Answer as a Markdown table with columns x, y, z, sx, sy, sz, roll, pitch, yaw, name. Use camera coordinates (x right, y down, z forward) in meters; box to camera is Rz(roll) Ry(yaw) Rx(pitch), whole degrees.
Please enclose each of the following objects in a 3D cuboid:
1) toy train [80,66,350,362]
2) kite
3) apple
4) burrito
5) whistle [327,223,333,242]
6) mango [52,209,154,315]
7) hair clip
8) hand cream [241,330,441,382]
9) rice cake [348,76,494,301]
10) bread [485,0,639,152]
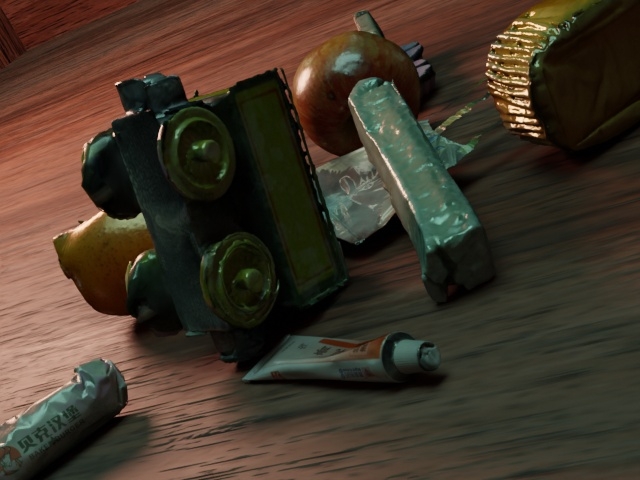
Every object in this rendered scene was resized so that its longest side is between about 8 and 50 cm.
| x | y | z | sx | sy | sz | roll | pitch | yaw | name |
| --- | --- | --- | --- | --- | --- | --- | --- | --- | --- |
| -0.094 | -0.028 | 1.078 | 0.134 | 0.261 | 0.177 | -8 | 14 | 41 | toy train |
| 0.119 | -0.097 | 1.214 | 0.310 | 0.015 | 0.169 | -32 | 30 | -2 | kite |
| 0.040 | -0.165 | 1.375 | 0.146 | 0.146 | 0.131 | -21 | 32 | 17 | apple |
| -0.256 | 0.175 | 1.067 | 0.203 | 0.064 | 0.064 | -37 | 22 | -18 | burrito |
| 0.000 | 0.000 | 1.203 | 0.033 | 0.029 | 0.083 | 18 | 43 | 12 | whistle |
| -0.142 | -0.012 | 1.270 | 0.252 | 0.126 | 0.154 | -28 | 18 | -2 | mango |
| 0.085 | -0.226 | 1.562 | 0.106 | 0.084 | 0.292 | -14 | 25 | -3 | hair clip |
| 0.017 | 0.091 | 0.963 | 0.052 | 0.038 | 0.216 | -9 | 1 | -38 | hand cream |
| 0.083 | -0.060 | 1.111 | 0.063 | 0.066 | 0.336 | -18 | 30 | 1 | rice cake |
| 0.245 | -0.165 | 1.133 | 0.190 | 0.132 | 0.114 | -30 | 21 | -15 | bread |
